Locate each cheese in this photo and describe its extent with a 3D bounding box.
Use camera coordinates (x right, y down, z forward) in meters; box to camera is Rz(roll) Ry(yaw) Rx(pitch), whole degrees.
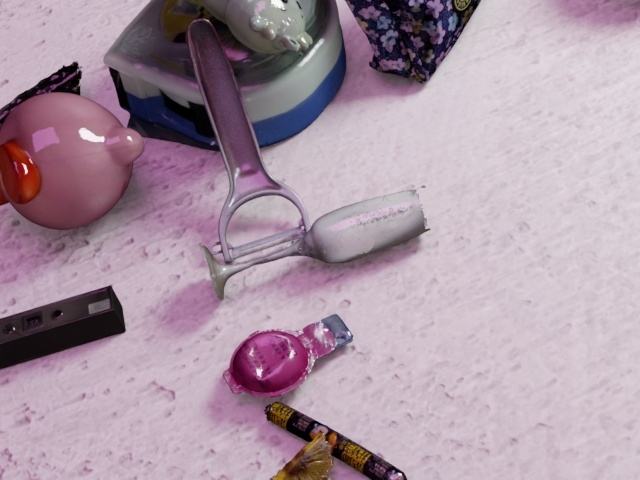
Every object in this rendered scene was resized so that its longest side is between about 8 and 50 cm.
[{"bbox_3d":[-0.036,0.122,1.667,0.145,0.038,0.095,-25,49,-13],"label":"cheese"}]

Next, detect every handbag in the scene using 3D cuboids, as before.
[{"bbox_3d":[0.119,-0.332,1.890,0.126,0.208,0.229,19,61,36],"label":"handbag"}]

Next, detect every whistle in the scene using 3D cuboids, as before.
[{"bbox_3d":[-0.089,-0.295,1.812,0.092,0.110,0.244,-55,52,22],"label":"whistle"}]

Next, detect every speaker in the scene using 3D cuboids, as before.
[{"bbox_3d":[-0.320,0.104,1.766,0.191,0.046,0.040,-17,49,4],"label":"speaker"}]

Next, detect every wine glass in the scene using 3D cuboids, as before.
[{"bbox_3d":[0.000,0.000,1.741,0.262,0.074,0.074,-17,48,2],"label":"wine glass"}]

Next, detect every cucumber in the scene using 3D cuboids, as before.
[{"bbox_3d":[-0.380,-0.167,2.014,0.181,0.053,0.053,-35,50,-12],"label":"cucumber"}]

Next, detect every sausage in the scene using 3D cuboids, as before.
[{"bbox_3d":[0.016,0.210,1.583,0.198,0.025,0.028,26,60,34],"label":"sausage"}]

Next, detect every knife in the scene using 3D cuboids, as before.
[{"bbox_3d":[-0.108,-0.118,1.798,0.123,0.053,0.278,-18,91,-3],"label":"knife"}]

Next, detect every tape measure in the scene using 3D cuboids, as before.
[{"bbox_3d":[-0.104,-0.239,1.931,0.262,0.138,0.259,20,60,30],"label":"tape measure"}]

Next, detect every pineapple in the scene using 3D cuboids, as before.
[{"bbox_3d":[-0.014,0.234,1.560,0.083,0.045,0.019,-43,22,-6],"label":"pineapple"}]

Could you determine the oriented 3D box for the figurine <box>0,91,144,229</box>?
[{"bbox_3d":[-0.307,-0.095,1.856,0.173,0.173,0.173,-9,49,10],"label":"figurine"}]
